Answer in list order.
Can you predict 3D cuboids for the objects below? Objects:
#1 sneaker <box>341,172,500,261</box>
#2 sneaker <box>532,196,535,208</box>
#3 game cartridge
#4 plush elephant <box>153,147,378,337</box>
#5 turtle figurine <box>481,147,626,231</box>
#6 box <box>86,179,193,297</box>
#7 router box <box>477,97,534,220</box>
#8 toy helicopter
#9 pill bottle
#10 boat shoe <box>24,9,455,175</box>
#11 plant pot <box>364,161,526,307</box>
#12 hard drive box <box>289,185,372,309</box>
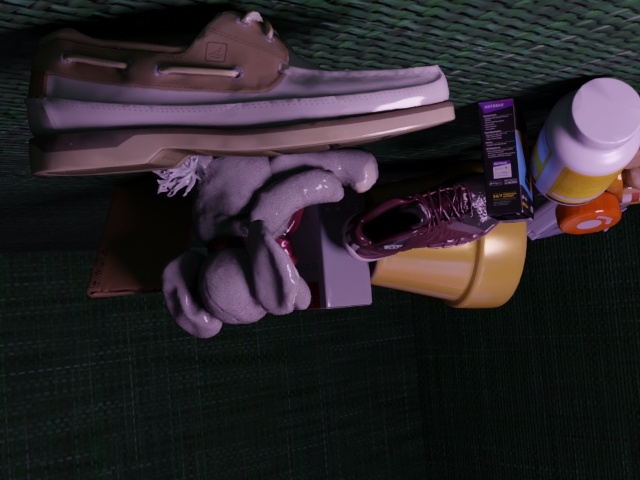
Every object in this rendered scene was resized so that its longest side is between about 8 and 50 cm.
[{"bbox_3d":[0.172,-0.036,1.277,0.281,0.107,0.162,-20,176,-4],"label":"sneaker"},{"bbox_3d":[0.348,-0.075,1.717,0.178,0.124,0.295,4,-179,32],"label":"sneaker"},{"bbox_3d":[0.526,-0.083,1.633,0.297,0.062,0.198,-10,153,-45],"label":"game cartridge"},{"bbox_3d":[-0.092,0.006,1.226,0.271,0.256,0.329,-8,175,44],"label":"plush elephant"},{"bbox_3d":[0.368,-0.103,1.312,0.234,0.118,0.175,-1,-144,-30],"label":"turtle figurine"},{"bbox_3d":[-0.273,-0.007,1.350,0.164,0.201,0.021,-5,147,20],"label":"box"},{"bbox_3d":[0.231,-0.092,1.056,0.046,0.133,0.179,-5,177,18],"label":"router box"},{"bbox_3d":[0.482,-0.087,1.181,0.235,0.140,0.355,-23,153,39],"label":"toy helicopter"},{"bbox_3d":[0.302,-0.112,0.973,0.103,0.103,0.184,-5,166,2],"label":"pill bottle"},{"bbox_3d":[-0.058,-0.109,0.601,0.302,0.104,0.113,-5,-178,-2],"label":"boat shoe"},{"bbox_3d":[0.190,-0.008,1.468,0.238,0.254,0.254,-1,176,-15],"label":"plant pot"},{"bbox_3d":[0.000,0.000,1.467,0.089,0.232,0.181,-3,176,-28],"label":"hard drive box"}]
